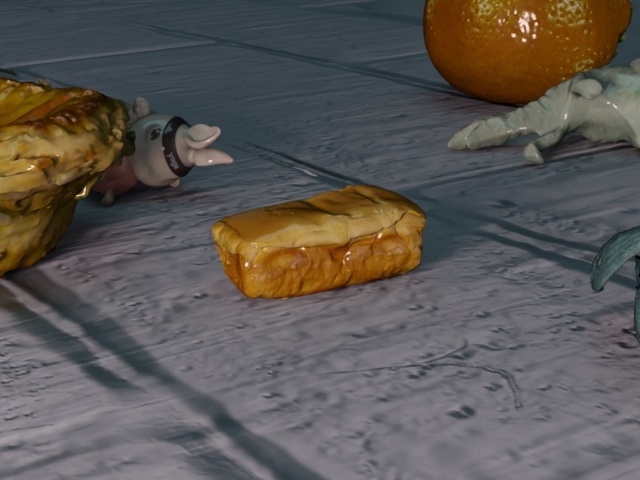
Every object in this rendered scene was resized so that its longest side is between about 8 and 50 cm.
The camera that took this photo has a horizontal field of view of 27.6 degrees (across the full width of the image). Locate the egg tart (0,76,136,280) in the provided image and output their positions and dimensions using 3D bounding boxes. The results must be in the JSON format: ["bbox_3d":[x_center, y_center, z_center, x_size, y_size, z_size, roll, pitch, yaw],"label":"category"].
[{"bbox_3d":[-0.265,-0.040,0.898,0.295,0.116,0.295,-4,18,1],"label":"egg tart"}]

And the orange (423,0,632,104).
[{"bbox_3d":[0.197,-0.236,1.378,0.158,0.179,0.237,-8,19,-29],"label":"orange"}]

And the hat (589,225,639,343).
[{"bbox_3d":[0.206,0.033,0.671,0.138,0.078,0.191,11,1,15],"label":"hat"}]

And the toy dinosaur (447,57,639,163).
[{"bbox_3d":[0.317,-0.117,1.131,0.393,0.092,0.205,-13,12,-7],"label":"toy dinosaur"}]

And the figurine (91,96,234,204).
[{"bbox_3d":[-0.147,-0.063,1.067,0.146,0.081,0.098,22,72,44],"label":"figurine"}]

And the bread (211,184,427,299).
[{"bbox_3d":[0.000,0.000,0.832,0.132,0.053,0.074,-9,18,-17],"label":"bread"}]
